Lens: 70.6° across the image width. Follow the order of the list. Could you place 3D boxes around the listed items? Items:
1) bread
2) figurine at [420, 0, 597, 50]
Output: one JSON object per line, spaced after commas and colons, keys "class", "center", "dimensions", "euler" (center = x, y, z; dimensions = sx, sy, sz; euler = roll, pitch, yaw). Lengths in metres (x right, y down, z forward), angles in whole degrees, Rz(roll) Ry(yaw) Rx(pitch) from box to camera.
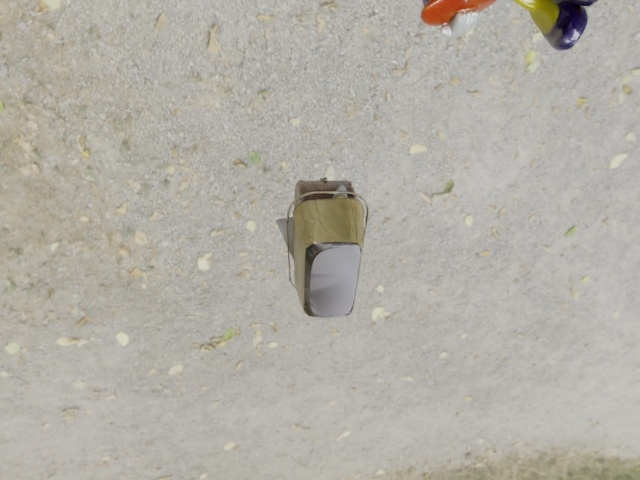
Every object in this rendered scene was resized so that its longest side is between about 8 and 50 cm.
{"class": "bread", "center": [0.000, 0.000, 0.743], "dimensions": [0.143, 0.211, 0.224], "euler": [-3, 132, -8]}
{"class": "figurine", "center": [0.205, -0.411, 0.649], "dimensions": [0.421, 0.193, 0.154], "euler": [13, 157, -4]}
